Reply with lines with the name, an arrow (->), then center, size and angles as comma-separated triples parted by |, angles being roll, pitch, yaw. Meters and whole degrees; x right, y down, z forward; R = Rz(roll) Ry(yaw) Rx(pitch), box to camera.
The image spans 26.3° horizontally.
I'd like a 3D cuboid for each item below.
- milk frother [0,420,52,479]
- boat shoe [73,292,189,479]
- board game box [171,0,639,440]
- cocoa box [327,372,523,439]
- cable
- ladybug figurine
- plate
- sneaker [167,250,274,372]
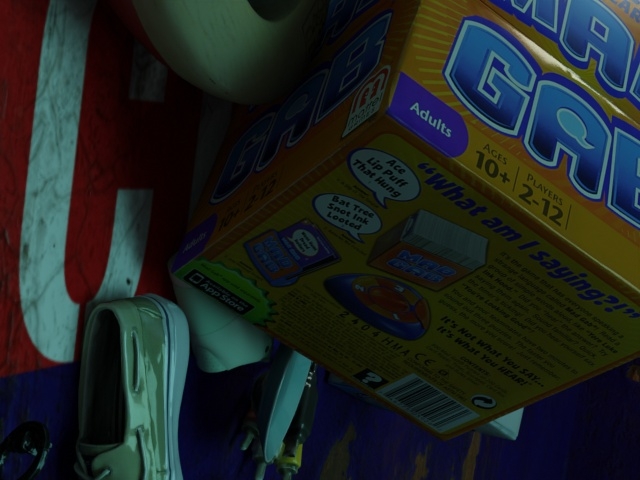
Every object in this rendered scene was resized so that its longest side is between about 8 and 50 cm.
milk frother -> -0.222, 0.244, 1.159 | 0.143, 0.129, 0.135 | -66, 151, -16
boat shoe -> -0.190, 0.199, 1.282 | 0.094, 0.109, 0.302 | 7, 83, -52
board game box -> 0.134, -0.078, 1.353 | 0.356, 0.356, 0.356 | 34, 52, -20
cocoa box -> 0.184, 0.077, 1.931 | 0.231, 0.228, 0.347 | 38, 63, -64
cable -> -0.040, 0.161, 1.697 | 0.139, 0.072, 0.287 | 55, 34, -37
ladybug figurine -> -0.109, -0.302, 1.163 | 0.449, 0.162, 0.305 | 72, 34, -48
plate -> -0.039, 0.155, 1.530 | 0.188, 0.024, 0.188 | 18, 90, -82
sneaker -> -0.063, 0.045, 1.487 | 0.256, 0.094, 0.151 | -33, 125, -44
